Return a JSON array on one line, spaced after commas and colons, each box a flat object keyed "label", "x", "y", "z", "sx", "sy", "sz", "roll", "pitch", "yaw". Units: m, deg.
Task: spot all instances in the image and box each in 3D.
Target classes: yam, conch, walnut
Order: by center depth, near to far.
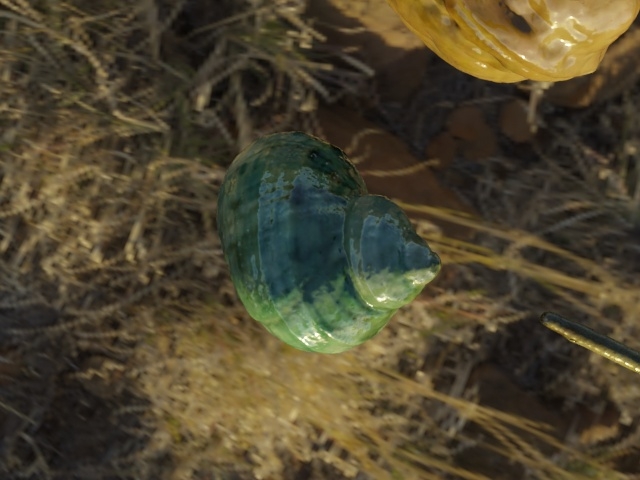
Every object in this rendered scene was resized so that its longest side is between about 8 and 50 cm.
[{"label": "yam", "x": 0.183, "y": 0.068, "z": 0.956, "sx": 0.107, "sy": 0.014, "sz": 0.014, "roll": 24, "pitch": 86, "yaw": -17}, {"label": "conch", "x": -0.002, "y": -0.003, "z": 1.158, "sx": 0.176, "sy": 0.188, "sz": 0.122, "roll": -41, "pitch": 164, "yaw": -45}, {"label": "walnut", "x": 0.206, "y": -0.325, "z": 1.616, "sx": 0.306, "sy": 0.306, "sz": 0.344, "roll": -41, "pitch": 103, "yaw": -18}]
